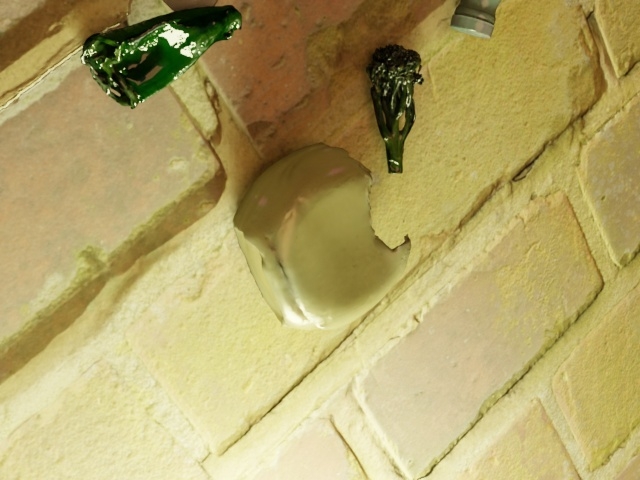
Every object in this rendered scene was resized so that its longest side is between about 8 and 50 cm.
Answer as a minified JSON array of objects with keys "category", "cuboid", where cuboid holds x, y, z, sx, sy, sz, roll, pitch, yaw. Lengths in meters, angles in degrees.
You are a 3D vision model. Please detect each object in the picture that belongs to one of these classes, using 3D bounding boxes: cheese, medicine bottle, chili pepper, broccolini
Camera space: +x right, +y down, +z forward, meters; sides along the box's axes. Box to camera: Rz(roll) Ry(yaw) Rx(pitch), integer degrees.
[{"category":"cheese","cuboid":[0.000,0.000,1.450,0.233,0.127,0.266,-32,119,-22]},{"category":"medicine bottle","cuboid":[0.261,-0.423,1.528,0.090,0.090,0.216,11,99,-34]},{"category":"chili pepper","cuboid":[-0.197,-0.247,1.282,0.216,0.062,0.108,-23,138,-16]},{"category":"broccolini","cuboid":[0.107,-0.202,1.523,0.091,0.068,0.202,-6,122,-19]}]

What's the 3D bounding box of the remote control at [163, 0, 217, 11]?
[{"category":"remote control","cuboid":[-0.216,-0.375,1.262,0.073,0.044,0.229,-40,121,10]}]
